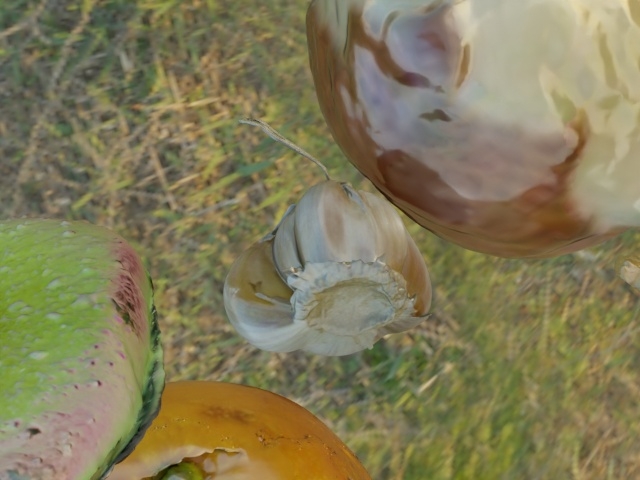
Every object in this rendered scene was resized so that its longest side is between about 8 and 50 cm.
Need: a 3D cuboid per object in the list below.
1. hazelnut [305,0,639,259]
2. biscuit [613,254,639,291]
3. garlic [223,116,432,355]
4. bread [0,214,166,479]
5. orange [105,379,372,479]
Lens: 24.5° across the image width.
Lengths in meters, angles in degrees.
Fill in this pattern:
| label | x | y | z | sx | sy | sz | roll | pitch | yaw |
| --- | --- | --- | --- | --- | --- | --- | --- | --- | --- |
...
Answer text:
| label | x | y | z | sx | sy | sz | roll | pitch | yaw |
| --- | --- | --- | --- | --- | --- | --- | --- | --- | --- |
| hazelnut | 0.121 | -0.105 | 0.802 | 0.241 | 0.261 | 0.261 | 45 | 118 | 26 |
| biscuit | 0.351 | 0.062 | 1.451 | 0.162 | 0.250 | 0.035 | 39 | 97 | -15 |
| garlic | 0.000 | 0.000 | 1.432 | 0.207 | 0.207 | 0.256 | -14 | 108 | 27 |
| bread | -0.153 | 0.051 | 0.463 | 0.228 | 0.228 | 0.033 | -6 | 117 | 26 |
| orange | -0.068 | 0.200 | 0.869 | 0.240 | 0.240 | 0.240 | 7 | 106 | 23 |
